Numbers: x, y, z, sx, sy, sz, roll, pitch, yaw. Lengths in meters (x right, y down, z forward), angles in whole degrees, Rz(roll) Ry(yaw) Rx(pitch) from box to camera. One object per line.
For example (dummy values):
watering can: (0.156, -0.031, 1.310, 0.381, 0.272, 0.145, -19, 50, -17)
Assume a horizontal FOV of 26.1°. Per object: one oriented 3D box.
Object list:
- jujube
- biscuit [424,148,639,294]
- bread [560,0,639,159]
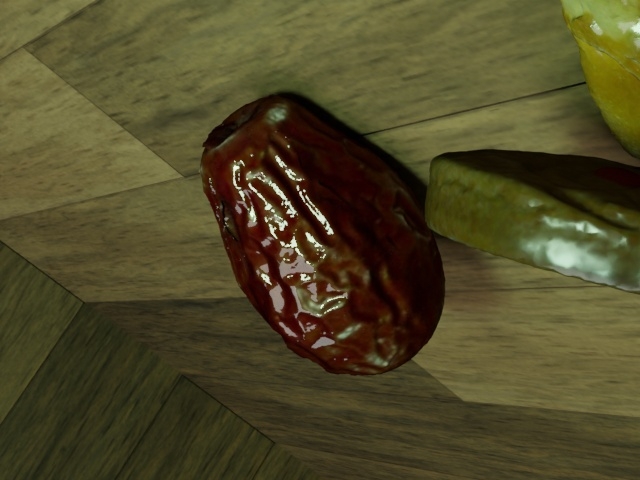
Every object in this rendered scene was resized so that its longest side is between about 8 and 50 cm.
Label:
jujube: (0.000, 0.000, 1.335, 0.290, 0.197, 0.197, 55, 155, -17)
biscuit: (0.261, 0.003, 0.881, 0.394, 0.070, 0.350, 13, -174, 3)
bread: (0.257, -0.099, 0.807, 0.235, 0.099, 0.210, 17, 156, 39)
